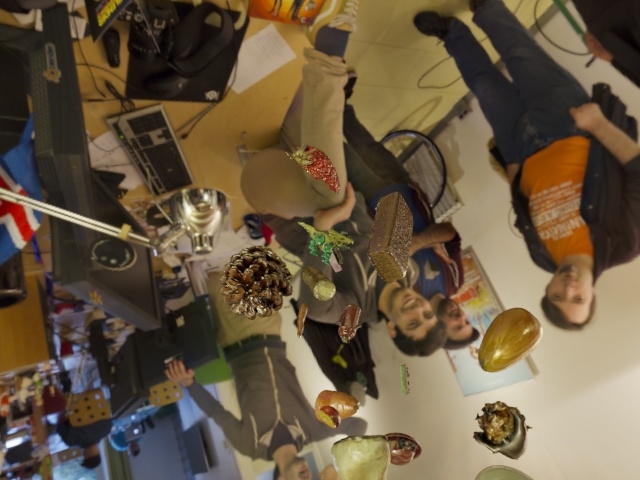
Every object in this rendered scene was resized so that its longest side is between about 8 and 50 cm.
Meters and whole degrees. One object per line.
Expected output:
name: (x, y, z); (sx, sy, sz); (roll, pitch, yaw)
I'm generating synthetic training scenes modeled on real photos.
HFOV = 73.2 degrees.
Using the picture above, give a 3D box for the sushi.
sushi: (0.740, 0.757, 1.751); (0.200, 0.203, 0.213); (20, 177, 13)

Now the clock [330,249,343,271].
clock: (0.069, 0.069, 2.169); (0.064, 0.197, 0.172); (-25, -163, 3)

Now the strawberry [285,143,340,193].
strawberry: (0.000, -0.251, 1.442); (0.087, 0.167, 0.208); (-50, 140, 12)

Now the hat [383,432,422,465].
hat: (0.336, 0.914, 1.863); (0.205, 0.205, 0.089); (-36, -160, 35)

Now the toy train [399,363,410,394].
toy train: (0.423, 0.692, 2.151); (0.038, 0.147, 0.071); (-8, 158, 19)

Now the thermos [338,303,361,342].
thermos: (0.143, 0.434, 2.230); (0.099, 0.124, 0.232); (-27, -159, 30)

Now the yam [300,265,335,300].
yam: (-0.009, 0.113, 1.185); (0.061, 0.060, 0.253); (-19, -172, -8)

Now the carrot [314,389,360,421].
carrot: (0.104, 0.833, 2.160); (0.225, 0.158, 0.159); (-14, 169, 38)

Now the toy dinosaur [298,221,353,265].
toy dinosaur: (0.000, 0.000, 1.845); (0.153, 0.260, 0.094); (-61, 164, -21)

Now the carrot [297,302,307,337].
carrot: (-0.080, 0.330, 1.790); (0.036, 0.165, 0.035); (6, 140, 5)

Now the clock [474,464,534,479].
clock: (0.536, 0.739, 1.181); (0.245, 0.244, 0.056); (-9, 129, -31)

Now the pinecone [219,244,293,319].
pinecone: (-0.193, 0.131, 1.258); (0.222, 0.221, 0.221); (-19, 160, -7)

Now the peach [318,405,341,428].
peach: (0.040, 0.663, 1.633); (0.061, 0.098, 0.098); (-42, 174, -33)

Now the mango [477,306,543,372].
mango: (0.899, 0.479, 2.065); (0.378, 0.221, 0.263); (-39, 160, -20)

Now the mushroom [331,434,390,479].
mushroom: (0.143, 0.800, 1.542); (0.190, 0.163, 0.267); (12, 142, -29)

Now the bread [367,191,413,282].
bread: (0.280, -0.021, 1.705); (0.113, 0.165, 0.416); (-23, -154, 30)
